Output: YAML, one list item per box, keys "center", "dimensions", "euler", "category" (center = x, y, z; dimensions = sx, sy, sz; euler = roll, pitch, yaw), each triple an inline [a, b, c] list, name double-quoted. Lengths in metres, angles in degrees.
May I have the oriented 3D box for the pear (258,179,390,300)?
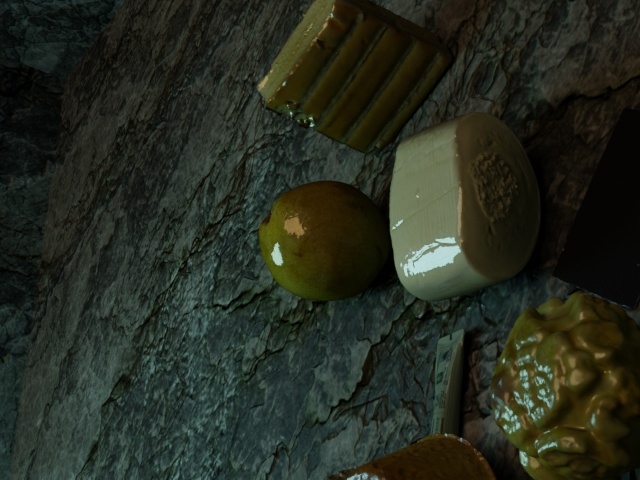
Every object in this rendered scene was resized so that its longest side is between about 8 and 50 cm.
- center: [0.000, 0.000, 1.819]
  dimensions: [0.209, 0.209, 0.209]
  euler: [-37, 42, 44]
  category: "pear"

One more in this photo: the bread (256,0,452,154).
- center: [0.050, -0.279, 1.876]
  dimensions: [0.246, 0.239, 0.111]
  euler: [-55, 28, 28]
  category: "bread"

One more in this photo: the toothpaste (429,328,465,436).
- center: [0.174, 0.229, 1.551]
  dimensions: [0.064, 0.041, 0.218]
  euler: [-35, 40, 53]
  category: "toothpaste"

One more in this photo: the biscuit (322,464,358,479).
- center: [0.037, 0.414, 1.576]
  dimensions: [0.250, 0.133, 0.032]
  euler: [-124, 28, -55]
  category: "biscuit"

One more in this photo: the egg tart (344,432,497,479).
- center: [0.121, 0.352, 1.418]
  dimensions: [0.215, 0.171, 0.215]
  euler: [-8, 79, 52]
  category: "egg tart"

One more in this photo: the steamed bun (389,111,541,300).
- center: [0.199, -0.043, 1.559]
  dimensions: [0.200, 0.154, 0.250]
  euler: [-26, 57, 55]
  category: "steamed bun"

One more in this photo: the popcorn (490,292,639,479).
- center: [0.286, 0.174, 1.249]
  dimensions: [0.217, 0.181, 0.235]
  euler: [-46, 32, 38]
  category: "popcorn"

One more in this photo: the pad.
- center: [0.385, -0.046, 1.402]
  dimensions: [0.163, 0.004, 0.243]
  euler: [28, 96, 61]
  category: "pad"
